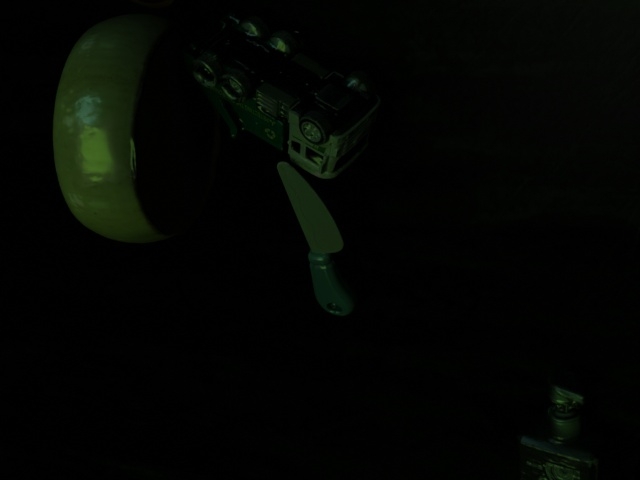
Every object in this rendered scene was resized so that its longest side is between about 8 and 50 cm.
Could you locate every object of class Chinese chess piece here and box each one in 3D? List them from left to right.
[{"bbox_3d":[-0.201,-0.125,1.427,0.104,0.257,0.257,5,121,18],"label":"Chinese chess piece"}]

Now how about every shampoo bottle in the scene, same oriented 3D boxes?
[{"bbox_3d":[0.277,0.282,1.432,0.098,0.071,0.309,16,124,35],"label":"shampoo bottle"}]

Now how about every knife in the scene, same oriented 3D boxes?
[{"bbox_3d":[0.002,0.001,1.453,0.058,0.032,0.244,14,142,27],"label":"knife"}]

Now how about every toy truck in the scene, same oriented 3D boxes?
[{"bbox_3d":[-0.043,-0.154,1.392,0.216,0.110,0.116,32,145,19],"label":"toy truck"}]

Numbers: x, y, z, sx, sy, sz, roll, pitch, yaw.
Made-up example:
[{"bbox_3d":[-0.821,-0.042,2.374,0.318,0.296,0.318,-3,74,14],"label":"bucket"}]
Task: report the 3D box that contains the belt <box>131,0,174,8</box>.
[{"bbox_3d":[-0.205,-0.357,1.318,0.184,0.105,0.261,23,159,32],"label":"belt"}]
